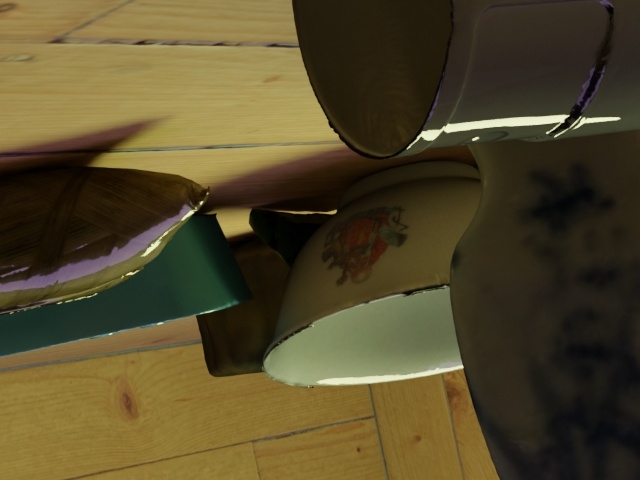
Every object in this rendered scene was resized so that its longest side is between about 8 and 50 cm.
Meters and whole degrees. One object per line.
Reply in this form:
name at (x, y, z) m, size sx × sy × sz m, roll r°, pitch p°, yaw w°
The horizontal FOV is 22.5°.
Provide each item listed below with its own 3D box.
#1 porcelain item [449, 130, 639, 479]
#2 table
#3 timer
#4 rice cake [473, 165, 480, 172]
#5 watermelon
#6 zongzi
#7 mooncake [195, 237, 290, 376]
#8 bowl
porcelain item at (0.215, 0.071, 1.126) m, size 0.242 × 0.405 × 0.178 m, roll -14°, pitch 174°, yaw 25°
table at (0.112, -0.104, 0.629) m, size 0.220 × 0.126 × 0.126 m, roll -8°, pitch 173°, yaw -25°
timer at (-0.202, 0.065, 1.484) m, size 0.250 × 0.091 × 0.232 m, roll -24°, pitch 179°, yaw 7°
rice cake at (0.145, -0.050, 1.629) m, size 0.180 × 0.042 × 0.030 m, roll -15°, pitch 176°, yaw 37°
watermelon at (0.001, 0.011, 1.666) m, size 0.092 × 0.075 × 0.181 m, roll 13°, pitch -174°, yaw 23°
zongzi at (-0.192, -0.004, 1.122) m, size 0.194 × 0.099 × 0.197 m, roll -15°, pitch 179°, yaw -34°
mooncake at (-0.010, 0.070, 1.911) m, size 0.290 × 0.161 × 0.290 m, roll -9°, pitch 175°, yaw -1°
bowl at (0.100, 0.021, 1.542) m, size 0.345 × 0.157 × 0.345 m, roll -9°, pitch 162°, yaw -3°
